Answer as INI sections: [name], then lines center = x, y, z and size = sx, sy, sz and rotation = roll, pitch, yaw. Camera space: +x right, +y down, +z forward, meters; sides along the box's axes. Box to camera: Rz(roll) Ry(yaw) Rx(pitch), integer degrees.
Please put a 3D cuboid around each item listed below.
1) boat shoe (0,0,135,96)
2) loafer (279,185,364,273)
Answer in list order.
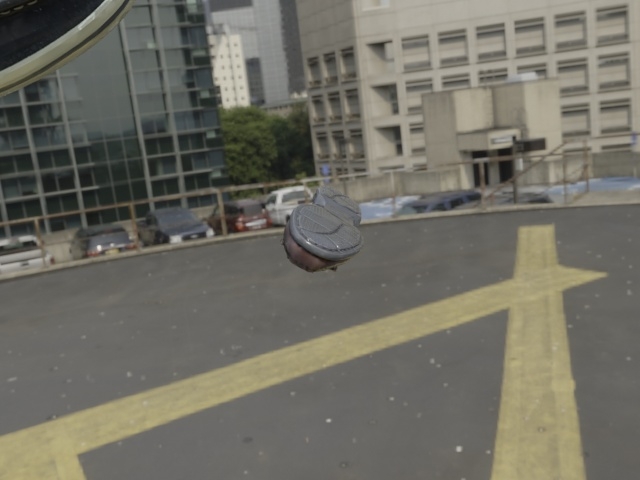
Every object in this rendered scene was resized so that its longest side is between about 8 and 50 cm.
[boat shoe]
center = -0.368, -0.181, 0.425
size = 0.499, 0.187, 0.156
rotation = -12, -23, -19
[loafer]
center = 0.000, 0.000, 0.951
size = 0.109, 0.095, 0.302
rotation = 32, 18, -1
